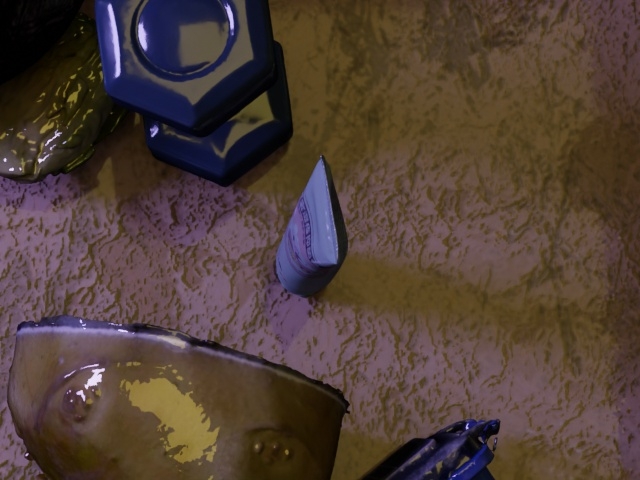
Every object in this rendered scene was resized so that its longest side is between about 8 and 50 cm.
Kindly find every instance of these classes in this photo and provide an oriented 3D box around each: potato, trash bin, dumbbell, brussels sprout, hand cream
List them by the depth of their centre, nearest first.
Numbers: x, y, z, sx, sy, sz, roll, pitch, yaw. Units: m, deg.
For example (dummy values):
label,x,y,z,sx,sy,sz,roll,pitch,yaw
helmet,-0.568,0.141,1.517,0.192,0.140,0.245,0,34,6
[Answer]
label,x,y,z,sx,sy,sz,roll,pitch,yaw
hand cream,0.000,0.000,1.691,0.058,0.331,0.085,-4,81,-7
potato,-0.139,0.190,1.693,0.300,0.246,0.196,14,72,0
dumbbell,-0.102,-0.145,1.714,0.156,0.316,0.143,-37,82,-3
trash bin,0.134,0.289,1.748,0.184,0.162,0.234,-38,91,-9
brussels sprout,-0.245,-0.129,1.810,0.139,0.100,0.181,18,76,21

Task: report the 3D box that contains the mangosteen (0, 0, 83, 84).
label,x,y,z,sx,sy,sz,roll,pitch,yaw
mangosteen,-0.393,-0.299,1.721,0.435,0.382,0.382,3,77,36
